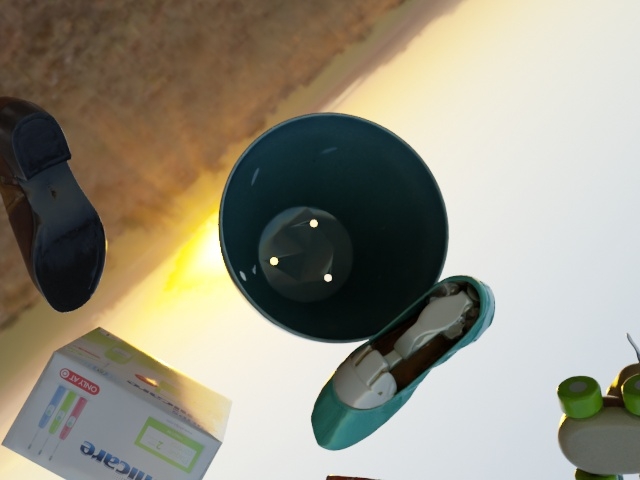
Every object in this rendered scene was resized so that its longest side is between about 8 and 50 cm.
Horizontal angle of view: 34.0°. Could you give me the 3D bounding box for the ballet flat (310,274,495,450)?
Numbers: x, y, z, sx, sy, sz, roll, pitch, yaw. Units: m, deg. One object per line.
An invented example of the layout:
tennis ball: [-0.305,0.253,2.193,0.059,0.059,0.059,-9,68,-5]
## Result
ballet flat: [0.080,0.117,1.091,0.247,0.083,0.087,-39,153,-8]

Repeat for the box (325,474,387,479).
box: [0.127,0.377,1.268,0.128,0.257,0.122,-17,-126,60]

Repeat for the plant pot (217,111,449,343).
plant pot: [0.000,0.000,1.373,0.290,0.290,0.195,-45,-179,-17]

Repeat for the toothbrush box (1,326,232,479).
toothbrush box: [-0.224,0.212,1.231,0.122,0.206,0.283,-61,-178,0]

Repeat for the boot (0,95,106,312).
boot: [-0.381,-0.065,1.280,0.096,0.264,0.280,-32,-147,-26]

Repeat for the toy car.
toy car: [0.376,0.200,1.287,0.149,0.155,0.188,-6,-153,24]

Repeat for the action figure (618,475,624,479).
action figure: [0.511,0.453,1.755,0.063,0.137,0.232,-35,-130,24]
